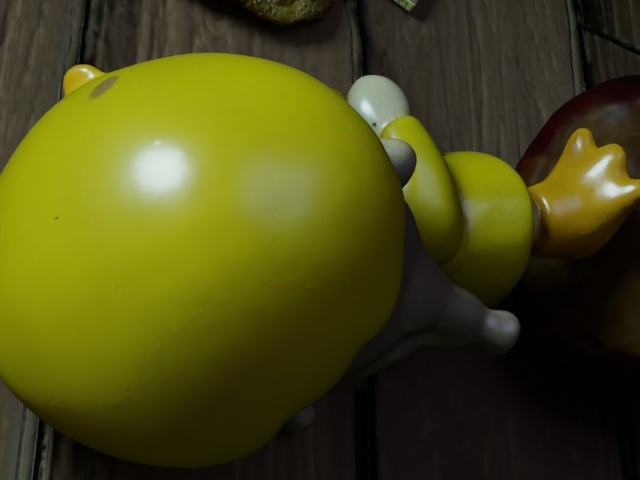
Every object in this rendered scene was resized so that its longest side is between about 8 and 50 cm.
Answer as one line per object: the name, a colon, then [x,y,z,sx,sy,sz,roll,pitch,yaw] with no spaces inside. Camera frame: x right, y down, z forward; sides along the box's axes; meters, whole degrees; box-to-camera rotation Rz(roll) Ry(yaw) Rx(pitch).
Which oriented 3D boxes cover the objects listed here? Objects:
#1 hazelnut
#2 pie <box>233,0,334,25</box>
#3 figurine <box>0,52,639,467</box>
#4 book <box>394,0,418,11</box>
hazelnut: [0.193,-0.001,0.997,0.161,0.170,0.201,15,61,-31]
pie: [-0.051,-0.176,1.042,0.170,0.034,0.092,22,46,-31]
figurine: [0.000,0.000,0.818,0.344,0.215,0.187,-8,68,-43]
book: [0.008,-0.260,1.165,0.192,0.013,0.168,34,45,-12]
